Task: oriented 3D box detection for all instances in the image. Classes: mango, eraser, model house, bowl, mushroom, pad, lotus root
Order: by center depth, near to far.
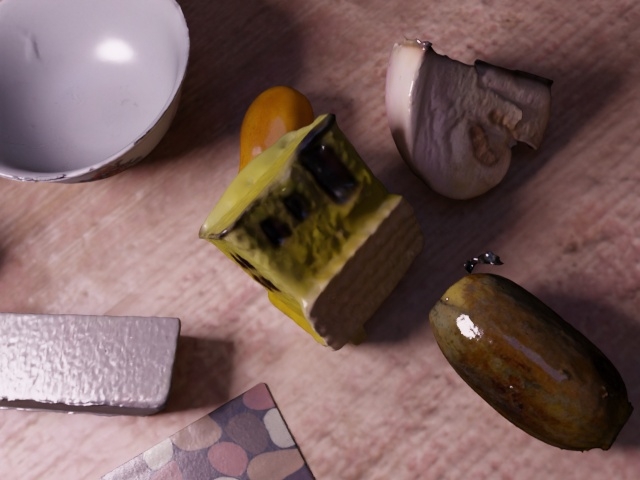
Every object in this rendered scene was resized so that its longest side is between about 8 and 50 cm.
[{"bbox_3d":[0.225,0.133,0.726,0.123,0.124,0.241,-35,63,-25],"label":"lotus root"},{"bbox_3d":[-0.134,0.292,0.773,0.234,0.003,0.158,-29,66,-5],"label":"pad"},{"bbox_3d":[0.000,0.000,0.800,0.234,0.174,0.193,47,73,-19],"label":"model house"},{"bbox_3d":[-0.338,0.155,0.823,0.352,0.077,0.112,1,64,9],"label":"eraser"},{"bbox_3d":[0.166,-0.158,0.874,0.236,0.174,0.162,7,18,-28],"label":"mushroom"},{"bbox_3d":[-0.065,-0.127,0.903,0.102,0.085,0.184,13,74,12],"label":"mango"},{"bbox_3d":[-0.328,-0.201,0.931,0.345,0.157,0.346,-3,66,6],"label":"bowl"}]
